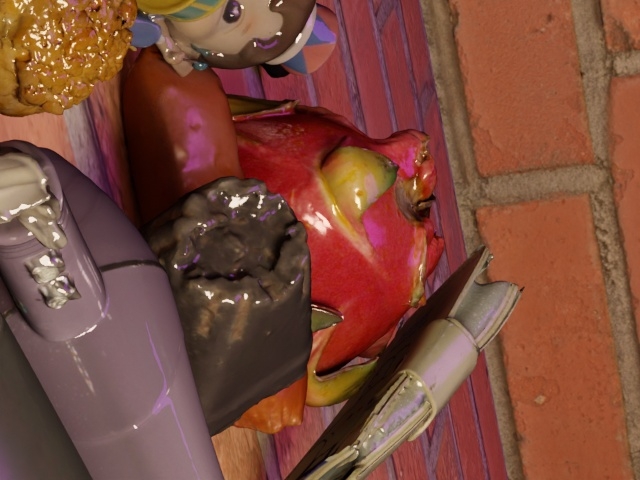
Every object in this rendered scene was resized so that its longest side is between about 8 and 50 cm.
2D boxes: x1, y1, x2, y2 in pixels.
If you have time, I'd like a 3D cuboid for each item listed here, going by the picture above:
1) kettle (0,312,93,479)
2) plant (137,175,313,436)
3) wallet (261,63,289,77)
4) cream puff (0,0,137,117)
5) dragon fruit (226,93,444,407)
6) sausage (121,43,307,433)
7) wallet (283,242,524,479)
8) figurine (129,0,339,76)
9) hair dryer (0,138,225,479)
[{"bbox_3d":[-0.155,0.172,0.766,0.262,0.203,0.308,-50,125,-50],"label":"kettle"},{"bbox_3d":[-0.091,0.052,1.220,0.164,0.142,0.256,50,-27,11],"label":"plant"},{"bbox_3d":[-0.092,-0.335,1.730,0.406,0.062,0.228,39,45,-72],"label":"wallet"},{"bbox_3d":[-0.182,-0.159,1.101,0.150,0.115,0.165,51,32,-62],"label":"cream puff"},{"bbox_3d":[0.000,0.000,1.577,0.305,0.226,0.305,-5,90,-79],"label":"dragon fruit"},{"bbox_3d":[-0.096,-0.003,1.400,0.097,0.094,0.348,-11,82,-54],"label":"sausage"},{"bbox_3d":[0.067,0.157,1.615,0.077,0.223,0.309,44,50,-2],"label":"wallet"},{"bbox_3d":[-0.085,-0.209,1.335,0.275,0.158,0.161,0,100,-60],"label":"figurine"},{"bbox_3d":[-0.123,0.048,0.817,0.301,0.121,0.361,61,-7,19],"label":"hair dryer"}]
